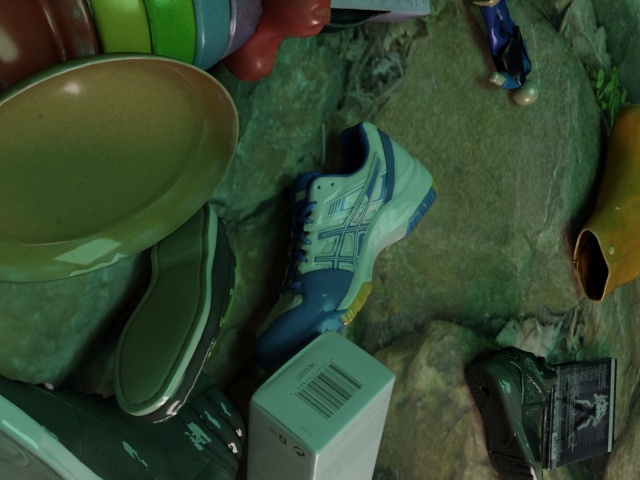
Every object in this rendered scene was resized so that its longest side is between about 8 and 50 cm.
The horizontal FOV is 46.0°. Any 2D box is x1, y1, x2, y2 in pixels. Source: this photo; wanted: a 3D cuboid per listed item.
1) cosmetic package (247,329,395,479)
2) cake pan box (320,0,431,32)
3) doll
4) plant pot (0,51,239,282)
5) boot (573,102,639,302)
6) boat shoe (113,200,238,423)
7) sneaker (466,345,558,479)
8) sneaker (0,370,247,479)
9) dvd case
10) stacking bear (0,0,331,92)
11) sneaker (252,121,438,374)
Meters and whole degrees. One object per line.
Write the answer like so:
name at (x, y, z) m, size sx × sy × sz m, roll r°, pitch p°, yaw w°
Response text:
cosmetic package at (-0.006, 0.208, 0.728) m, size 0.117 × 0.085 × 0.231 m, roll -35°, pitch 147°, yaw -37°
cake pan box at (0.011, -0.359, 0.795) m, size 0.246 × 0.070 × 0.266 m, roll -15°, pitch 102°, yaw -40°
doll at (0.260, -0.265, 1.047) m, size 0.189 × 0.046 × 0.129 m, roll 57°, pitch 47°, yaw -37°
plant pot at (-0.173, -0.054, 0.569) m, size 0.236 × 0.236 × 0.032 m, roll -10°, pitch 56°, yaw -43°
boot at (0.489, -0.060, 1.235) m, size 0.211 × 0.104 × 0.295 m, roll -26°, pitch 113°, yaw -40°
boat shoe at (-0.112, 0.061, 0.640) m, size 0.227 × 0.081 × 0.068 m, roll -85°, pitch 152°, yaw -46°
sneaker at (0.294, 0.251, 1.077) m, size 0.130 × 0.087 × 0.227 m, roll -28°, pitch 105°, yaw -32°
sneaker at (-0.181, 0.147, 0.628) m, size 0.296 × 0.105 × 0.147 m, roll 42°, pitch 47°, yaw -26°
dvd case at (0.437, 0.284, 1.262) m, size 0.221 × 0.018 × 0.164 m, roll 3°, pitch 89°, yaw -43°
stacking bear at (-0.167, -0.178, 0.580) m, size 0.289 × 0.175 × 0.164 m, roll -28°, pitch 95°, yaw -30°
sneaker at (0.000, 0.000, 0.795) m, size 0.131 × 0.112 × 0.296 m, roll 44°, pitch 60°, yaw -16°
